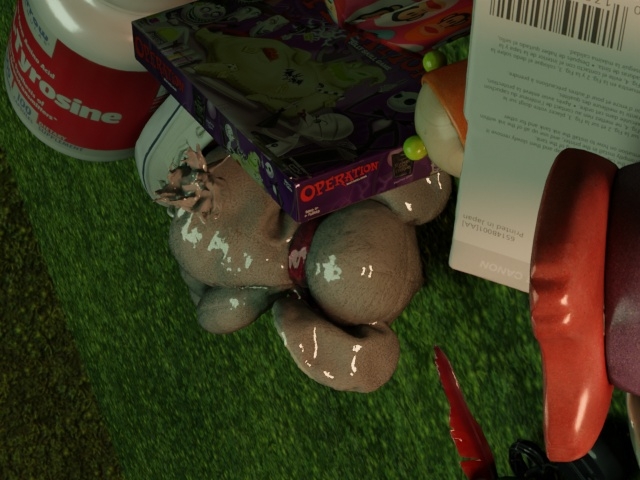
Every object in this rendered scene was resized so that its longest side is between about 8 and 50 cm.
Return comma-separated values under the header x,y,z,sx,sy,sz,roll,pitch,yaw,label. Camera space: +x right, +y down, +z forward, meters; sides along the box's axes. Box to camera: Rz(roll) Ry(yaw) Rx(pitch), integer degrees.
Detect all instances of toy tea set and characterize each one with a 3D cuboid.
x,y,z,sx,sy,sz,roll,pitch,yaw,label
0.163,-0.014,1.399,0.200,0.124,0.336,64,178,-31,toy tea set

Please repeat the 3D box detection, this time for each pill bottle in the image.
x,y,z,sx,sy,sz,roll,pitch,yaw,label
-0.226,-0.263,2.125,0.229,0.229,0.408,65,159,13,pill bottle

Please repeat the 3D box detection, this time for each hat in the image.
x,y,z,sx,sy,sz,roll,pitch,yaw,label
0.193,0.230,1.751,0.173,0.208,0.183,26,95,46,hat

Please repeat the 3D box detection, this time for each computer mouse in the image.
x,y,z,sx,sy,sz,roll,pitch,yaw,label
0.224,0.196,1.695,0.071,0.041,0.242,53,164,-1,computer mouse

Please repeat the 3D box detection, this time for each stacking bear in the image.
x,y,z,sx,sy,sz,roll,pitch,yaw,label
0.275,0.029,1.055,0.175,0.289,0.164,78,-159,-44,stacking bear

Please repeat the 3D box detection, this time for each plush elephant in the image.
x,y,z,sx,sy,sz,roll,pitch,yaw,label
0.000,0.000,1.825,0.255,0.272,0.330,27,-176,11,plush elephant

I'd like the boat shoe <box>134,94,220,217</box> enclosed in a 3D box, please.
x,y,z,sx,sy,sz,roll,pitch,yaw,label
-0.109,-0.086,2.124,0.367,0.136,0.156,130,129,-58,boat shoe

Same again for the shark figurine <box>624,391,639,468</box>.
x,y,z,sx,sy,sz,roll,pitch,yaw,label
0.314,0.195,1.385,0.278,0.116,0.166,26,99,51,shark figurine

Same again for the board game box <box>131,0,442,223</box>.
x,y,z,sx,sy,sz,roll,pitch,yaw,label
-0.012,-0.145,1.727,0.347,0.208,0.056,45,144,48,board game box

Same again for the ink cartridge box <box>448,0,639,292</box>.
x,y,z,sx,sy,sz,roll,pitch,yaw,label
0.234,-0.053,1.165,0.296,0.066,0.261,18,135,16,ink cartridge box

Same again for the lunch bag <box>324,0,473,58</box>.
x,y,z,sx,sy,sz,roll,pitch,yaw,label
0.043,-0.281,1.418,0.258,0.120,0.293,69,-163,7,lunch bag
